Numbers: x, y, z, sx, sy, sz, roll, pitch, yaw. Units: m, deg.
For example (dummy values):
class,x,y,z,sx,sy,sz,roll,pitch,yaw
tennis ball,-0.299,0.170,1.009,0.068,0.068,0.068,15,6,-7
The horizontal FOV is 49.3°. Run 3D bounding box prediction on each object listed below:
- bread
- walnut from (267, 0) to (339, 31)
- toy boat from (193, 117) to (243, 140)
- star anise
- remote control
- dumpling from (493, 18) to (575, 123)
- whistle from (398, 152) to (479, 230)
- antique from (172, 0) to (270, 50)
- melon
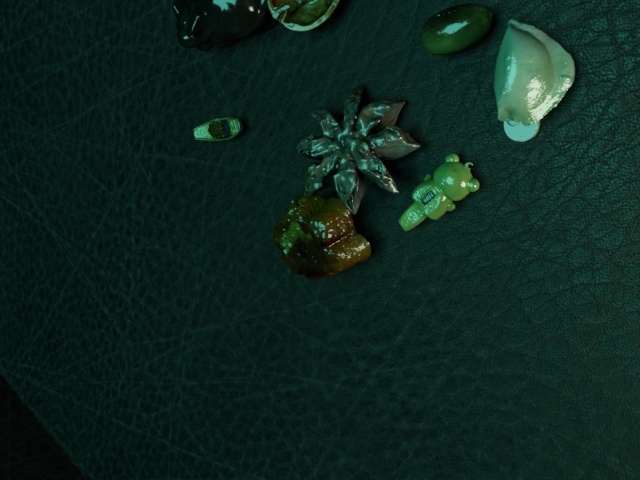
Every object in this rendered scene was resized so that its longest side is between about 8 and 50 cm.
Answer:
class,x,y,z,sx,sy,sz,roll,pitch,yaw
bread,-0.009,-0.009,1.766,0.247,0.135,0.232,-19,101,50
walnut,-0.023,-0.608,1.712,0.211,0.087,0.167,-27,94,26
toy boat,-0.286,-0.312,1.960,0.172,0.066,0.064,-3,100,36
star anise,0.077,-0.225,1.662,0.332,0.118,0.331,-4,77,20
remote control,0.433,-0.334,1.489,0.077,0.022,0.244,6,102,31
dumpling,0.427,-0.346,1.430,0.105,0.149,0.216,-176,85,-72
whistle,0.267,-0.102,1.606,0.227,0.085,0.105,-45,72,30
antique,-0.261,-0.639,1.814,0.323,0.185,0.254,-2,96,31
melon,0.296,-0.460,1.514,0.162,0.099,0.099,-14,90,29
